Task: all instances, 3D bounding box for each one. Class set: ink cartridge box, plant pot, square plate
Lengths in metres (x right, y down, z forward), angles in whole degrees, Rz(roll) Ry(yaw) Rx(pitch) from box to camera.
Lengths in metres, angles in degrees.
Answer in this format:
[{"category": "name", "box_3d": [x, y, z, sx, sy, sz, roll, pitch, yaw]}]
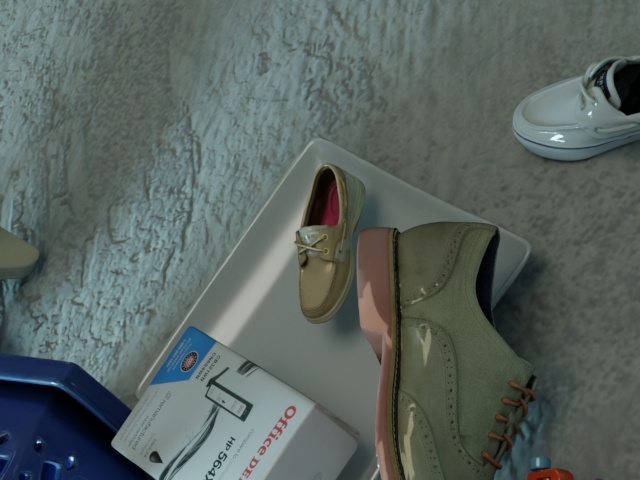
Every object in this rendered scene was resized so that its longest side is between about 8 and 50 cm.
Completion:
[{"category": "ink cartridge box", "box_3d": [-0.084, 0.193, 1.878, 0.203, 0.086, 0.148, 27, 80, 45]}, {"category": "plant pot", "box_3d": [-0.305, 0.245, 1.987, 0.236, 0.236, 0.212, 3, 59, 39]}, {"category": "square plate", "box_3d": [0.011, 0.092, 1.968, 0.347, 0.049, 0.344, 29, 82, 44]}]

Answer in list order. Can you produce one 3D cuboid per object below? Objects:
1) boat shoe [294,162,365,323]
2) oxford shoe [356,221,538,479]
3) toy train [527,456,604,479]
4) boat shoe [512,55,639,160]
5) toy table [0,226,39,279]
[{"category": "boat shoe", "box_3d": [0.000, 0.000, 1.959, 0.063, 0.059, 0.170, -10, 57, 33]}, {"category": "oxford shoe", "box_3d": [0.126, 0.161, 1.747, 0.146, 0.140, 0.397, -11, 71, 9]}, {"category": "toy train", "box_3d": [0.222, 0.268, 1.700, 0.125, 0.046, 0.166, -31, 53, 55]}, {"category": "boat shoe", "box_3d": [0.292, -0.143, 1.879, 0.258, 0.084, 0.095, -10, 57, 32]}, {"category": "toy table", "box_3d": [-0.471, 0.008, 2.260, 0.252, 0.274, 0.161, -47, 6, 48]}]
